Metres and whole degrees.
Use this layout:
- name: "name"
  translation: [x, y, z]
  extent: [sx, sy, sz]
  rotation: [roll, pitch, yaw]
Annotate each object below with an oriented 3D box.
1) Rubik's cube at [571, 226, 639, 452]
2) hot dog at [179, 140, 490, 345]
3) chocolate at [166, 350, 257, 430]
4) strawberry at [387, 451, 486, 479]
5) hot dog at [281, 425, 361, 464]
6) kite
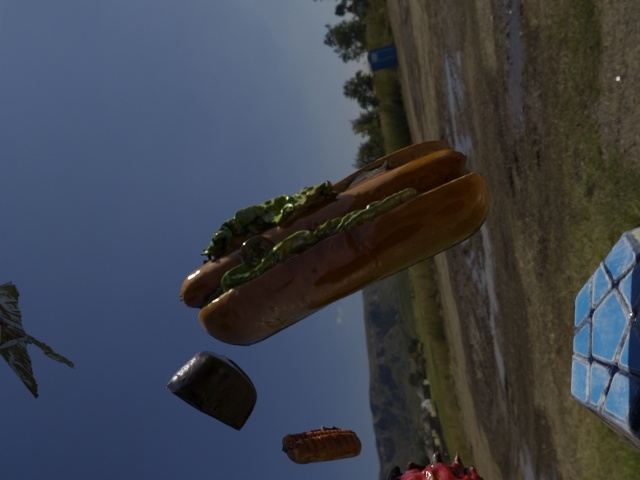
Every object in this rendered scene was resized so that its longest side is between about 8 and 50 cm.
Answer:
- name: "Rubik's cube"
  translation: [0.407, 0.112, 0.399]
  extent: [0.319, 0.264, 0.319]
  rotation: [12, -90, -80]
- name: "hot dog"
  translation: [0.000, 0.000, 0.441]
  extent: [0.100, 0.337, 0.135]
  rotation: [57, -171, -42]
- name: "chocolate"
  translation: [-0.152, 0.216, 0.648]
  extent: [0.080, 0.125, 0.149]
  rotation: [-57, -20, -21]
- name: "strawberry"
  translation: [0.190, 0.437, 0.578]
  extent: [0.253, 0.150, 0.280]
  rotation: [54, -140, 6]
- name: "hot dog"
  translation: [0.003, 0.313, 0.667]
  extent: [0.144, 0.062, 0.038]
  rotation: [15, -92, -36]
- name: "kite"
  translation: [-0.464, 0.150, 0.681]
  extent: [0.229, 0.012, 0.250]
  rotation: [54, 165, 33]
